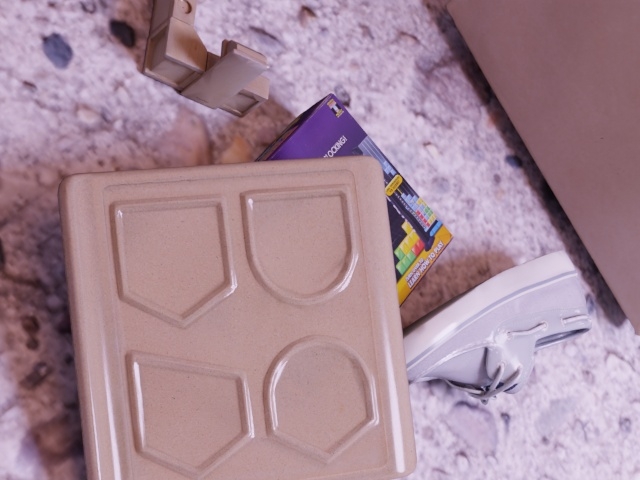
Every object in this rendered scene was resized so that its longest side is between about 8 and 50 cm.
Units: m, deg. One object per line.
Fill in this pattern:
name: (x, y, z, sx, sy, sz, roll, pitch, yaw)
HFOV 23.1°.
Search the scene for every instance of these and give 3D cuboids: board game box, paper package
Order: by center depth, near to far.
board game box: (0.000, 0.000, 1.089, 0.141, 0.048, 0.170, 50, 48, -11)
paper package: (0.313, -0.132, 1.223, 0.168, 0.309, 0.325, -31, 91, -47)

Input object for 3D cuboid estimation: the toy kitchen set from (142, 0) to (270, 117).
toy kitchen set: (-0.067, -0.143, 1.088, 0.083, 0.068, 0.075, 23, 57, -30)

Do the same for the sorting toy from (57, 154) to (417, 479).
sorting toy: (-0.045, 0.104, 0.986, 0.229, 0.041, 0.307, -4, 86, -26)

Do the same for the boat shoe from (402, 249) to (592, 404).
boat shoe: (0.127, 0.072, 1.135, 0.227, 0.079, 0.081, -21, 80, -46)
